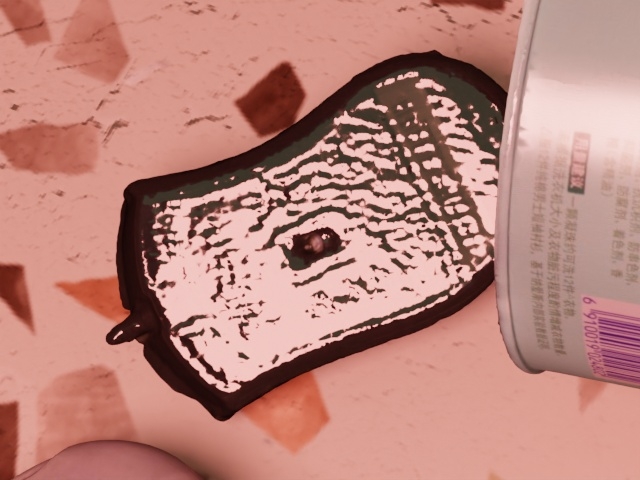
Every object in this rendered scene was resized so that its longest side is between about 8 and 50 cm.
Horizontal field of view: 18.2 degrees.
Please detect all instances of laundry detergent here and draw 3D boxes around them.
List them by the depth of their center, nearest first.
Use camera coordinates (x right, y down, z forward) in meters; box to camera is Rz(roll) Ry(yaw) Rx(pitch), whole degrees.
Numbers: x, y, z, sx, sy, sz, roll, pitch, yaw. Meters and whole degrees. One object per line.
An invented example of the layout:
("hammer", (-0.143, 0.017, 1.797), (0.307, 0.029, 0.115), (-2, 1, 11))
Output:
("laundry detergent", (0.268, -0.046, 0.960), (0.305, 0.287, 0.287), (10, 73, 18))

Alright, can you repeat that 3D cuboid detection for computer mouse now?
("computer mouse", (0.000, 0.000, 1.125), (0.264, 0.088, 0.147), (-23, 83, 5))

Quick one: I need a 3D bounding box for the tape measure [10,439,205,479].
("tape measure", (-0.124, 0.200, 1.051), (0.236, 0.120, 0.197), (11, 60, 44))
